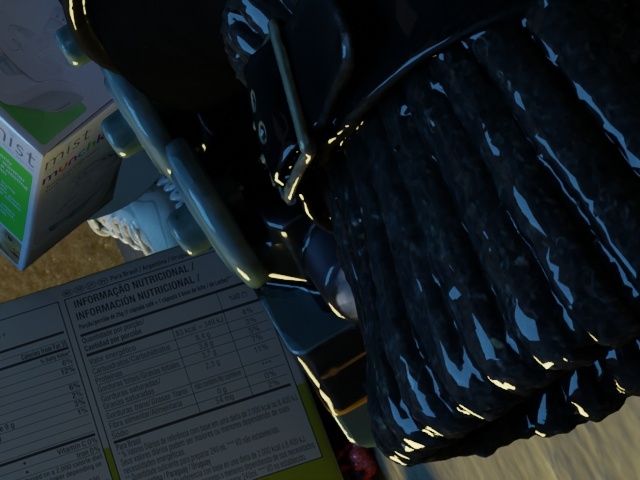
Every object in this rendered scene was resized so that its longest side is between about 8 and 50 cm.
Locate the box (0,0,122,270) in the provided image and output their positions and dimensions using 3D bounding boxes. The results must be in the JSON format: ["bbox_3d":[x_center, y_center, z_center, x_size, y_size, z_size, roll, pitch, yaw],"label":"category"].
[{"bbox_3d":[-0.295,-0.142,1.447,0.262,0.127,0.231,44,153,7],"label":"box"}]

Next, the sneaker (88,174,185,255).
[{"bbox_3d":[-0.205,-0.033,1.870,0.292,0.118,0.110,51,161,49],"label":"sneaker"}]

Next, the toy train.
[{"bbox_3d":[-0.021,-0.048,0.845,0.334,0.142,0.190,55,175,46],"label":"toy train"}]

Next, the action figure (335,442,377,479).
[{"bbox_3d":[0.031,0.197,1.454,0.115,0.030,0.038,102,145,-70],"label":"action figure"}]

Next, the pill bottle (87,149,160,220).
[{"bbox_3d":[-0.287,-0.188,1.703,0.334,0.188,0.188,59,168,29],"label":"pill bottle"}]

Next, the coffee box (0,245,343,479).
[{"bbox_3d":[-0.164,0.238,1.579,0.337,0.338,0.334,87,163,-64],"label":"coffee box"}]

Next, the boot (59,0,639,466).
[{"bbox_3d":[0.017,-0.047,0.567,0.260,0.131,0.348,64,164,9],"label":"boot"}]
